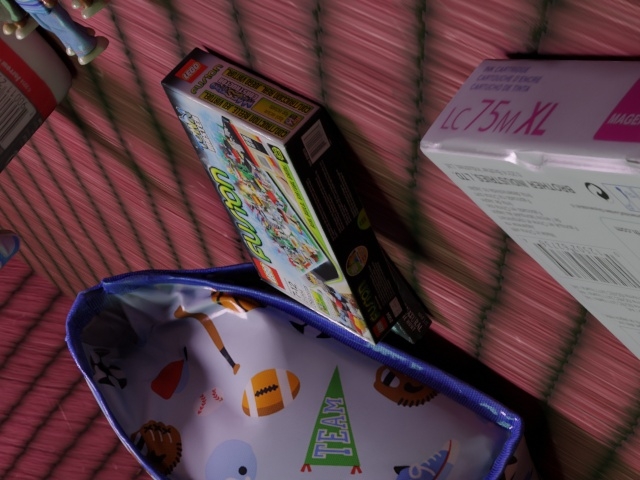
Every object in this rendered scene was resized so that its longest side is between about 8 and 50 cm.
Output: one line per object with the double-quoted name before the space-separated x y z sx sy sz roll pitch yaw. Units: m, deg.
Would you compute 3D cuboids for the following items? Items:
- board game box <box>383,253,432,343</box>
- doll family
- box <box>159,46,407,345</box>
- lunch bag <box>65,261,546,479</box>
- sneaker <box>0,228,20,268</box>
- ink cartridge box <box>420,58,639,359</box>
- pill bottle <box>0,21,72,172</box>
"board game box" 0.000 0.000 1.351 0.126 0.026 0.186 29 166 36
"doll family" -0.199 -0.176 1.159 0.193 0.076 0.111 17 153 48
"box" -0.020 -0.025 1.192 0.114 0.036 0.207 28 156 37
"lunch bag" -0.010 0.175 1.568 0.385 0.239 0.328 26 167 21
"sneaker" -0.354 -0.063 1.639 0.228 0.092 0.087 62 164 -17
"ink cartridge box" 0.199 0.042 0.795 0.311 0.065 0.186 45 167 -22
"pill bottle" -0.361 -0.063 1.467 0.176 0.318 0.176 37 170 8
